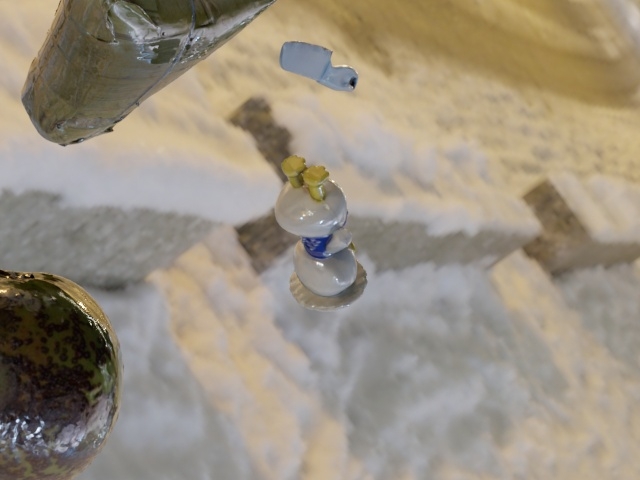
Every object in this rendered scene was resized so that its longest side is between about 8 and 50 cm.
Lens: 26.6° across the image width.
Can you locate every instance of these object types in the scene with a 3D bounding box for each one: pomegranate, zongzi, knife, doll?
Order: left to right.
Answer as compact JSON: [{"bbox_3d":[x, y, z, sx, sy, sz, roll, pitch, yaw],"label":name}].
[{"bbox_3d":[-0.353,0.200,1.470,0.285,0.341,0.285,9,9,-2],"label":"pomegranate"},{"bbox_3d":[-0.234,-0.277,1.955,0.360,0.323,0.160,-12,64,-40],"label":"zongzi"},{"bbox_3d":[0.000,0.000,1.944,0.138,0.119,0.293,32,-32,35],"label":"doll"},{"bbox_3d":[0.003,-0.202,1.578,0.019,0.044,0.313,32,10,13],"label":"knife"}]
